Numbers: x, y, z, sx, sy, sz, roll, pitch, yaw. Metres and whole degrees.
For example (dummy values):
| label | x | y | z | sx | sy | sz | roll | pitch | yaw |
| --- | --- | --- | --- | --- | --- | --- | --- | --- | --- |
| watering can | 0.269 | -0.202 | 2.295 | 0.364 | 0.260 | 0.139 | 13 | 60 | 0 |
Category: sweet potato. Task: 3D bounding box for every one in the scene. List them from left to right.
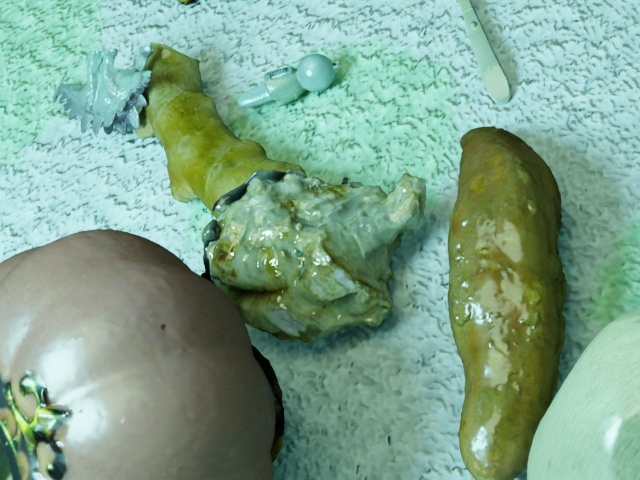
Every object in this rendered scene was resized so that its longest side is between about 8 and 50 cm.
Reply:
| label | x | y | z | sx | sy | sz | roll | pitch | yaw |
| --- | --- | --- | --- | --- | --- | --- | --- | --- | --- |
| sweet potato | 0.140 | 0.021 | 1.388 | 0.106 | 0.095 | 0.354 | -52 | 27 | 44 |

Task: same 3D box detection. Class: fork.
| label | x | y | z | sx | sy | sz | roll | pitch | yaw |
| --- | --- | --- | --- | --- | --- | --- | --- | --- | --- |
| fork | 0.134 | -0.201 | 1.612 | 0.034 | 0.028 | 0.219 | -20 | 53 | 4 |

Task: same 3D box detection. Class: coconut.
| label | x | y | z | sx | sy | sz | roll | pitch | yaw |
| --- | --- | --- | --- | --- | --- | --- | --- | --- | --- |
| coconut | 0.242 | 0.150 | 1.178 | 0.224 | 0.224 | 0.224 | -14 | 51 | 18 |

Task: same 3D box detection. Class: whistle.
| label | x | y | z | sx | sy | sz | roll | pitch | yaw |
| --- | --- | --- | --- | --- | --- | --- | --- | --- | --- |
| whistle | -0.028 | -0.141 | 1.640 | 0.100 | 0.035 | 0.035 | -20 | 49 | 13 |

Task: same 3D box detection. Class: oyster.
| label | x | y | z | sx | sy | sz | roll | pitch | yaw |
| --- | --- | --- | --- | --- | --- | --- | --- | --- | --- |
| oyster | 0.000 | 0.000 | 1.462 | 0.191 | 0.081 | 0.163 | -43 | 86 | -13 |

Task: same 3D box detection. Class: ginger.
| label | x | y | z | sx | sy | sz | roll | pitch | yaw |
| --- | --- | --- | --- | --- | --- | --- | --- | --- | --- |
| ginger | -0.091 | -0.078 | 1.606 | 0.118 | 0.065 | 0.299 | -46 | 45 | 13 |

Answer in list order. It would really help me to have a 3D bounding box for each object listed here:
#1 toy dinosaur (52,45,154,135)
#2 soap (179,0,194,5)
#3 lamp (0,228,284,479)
| label | x | y | z | sx | sy | sz | roll | pitch | yaw |
| --- | --- | --- | --- | --- | --- | --- | --- | --- | --- |
| toy dinosaur | -0.205 | -0.138 | 1.692 | 0.209 | 0.039 | 0.082 | 5 | 92 | 58 |
| soap | -0.149 | -0.395 | 1.706 | 0.096 | 0.324 | 0.204 | -5 | 53 | 31 |
| lamp | -0.147 | 0.142 | 1.358 | 0.305 | 0.240 | 0.305 | 7 | 100 | 48 |
